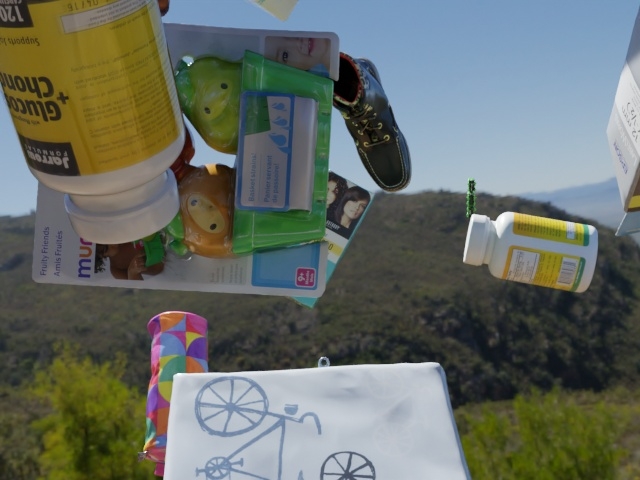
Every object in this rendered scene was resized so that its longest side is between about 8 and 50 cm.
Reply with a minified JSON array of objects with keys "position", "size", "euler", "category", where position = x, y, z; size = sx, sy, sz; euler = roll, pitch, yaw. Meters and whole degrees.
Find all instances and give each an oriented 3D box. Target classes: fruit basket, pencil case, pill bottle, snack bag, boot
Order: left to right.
[{"position":[-0.141,-0.093,0.496],"size":[0.103,0.184,0.103],"euler":[-5,35,4],"category":"pill bottle"},{"position":[-0.218,0.226,1.219],"size":[0.105,0.236,0.104],"euler":[-2,-33,-1],"category":"pencil case"},{"position":[-0.159,-0.101,0.959],"size":[0.353,0.326,0.165],"euler":[4,-1,-8],"category":"fruit basket"},{"position":[0.000,0.254,0.867],"size":[0.343,0.037,0.323],"euler":[-3,38,-4],"category":"snack bag"},{"position":[0.070,-0.188,1.286],"size":[0.085,0.236,0.179],"euler":[-19,-1,16],"category":"boot"},{"position":[0.357,0.015,1.384],"size":[0.209,0.117,0.117],"euler":[10,3,8],"category":"pill bottle"}]

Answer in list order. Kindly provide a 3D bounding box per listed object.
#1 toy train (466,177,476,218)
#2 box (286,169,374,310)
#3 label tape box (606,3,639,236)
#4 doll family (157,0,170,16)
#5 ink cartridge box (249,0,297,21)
[{"position":[0.289,-0.082,1.549],"size":[0.017,0.083,0.023],"euler":[-1,30,7],"category":"toy train"},{"position":[0.000,0.000,1.498],"size":[0.101,0.244,0.060],"euler":[28,-10,4],"category":"box"},{"position":[0.492,-0.157,0.978],"size":[0.249,0.115,0.347],"euler":[-12,-30,2],"category":"label tape box"},{"position":[-0.098,-0.258,0.649],"size":[0.193,0.076,0.111],"euler":[-45,6,-30],"category":"doll family"},{"position":[-0.121,-0.393,1.094],"size":[0.154,0.093,0.212],"euler":[33,7,14],"category":"ink cartridge box"}]
